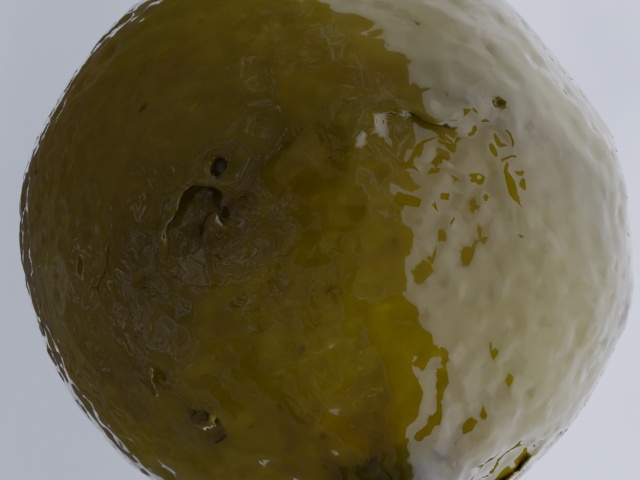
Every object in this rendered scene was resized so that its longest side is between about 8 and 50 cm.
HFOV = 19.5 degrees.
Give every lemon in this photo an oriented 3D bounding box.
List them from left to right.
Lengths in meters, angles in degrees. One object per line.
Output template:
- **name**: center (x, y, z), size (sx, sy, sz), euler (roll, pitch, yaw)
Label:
- **lemon**: center (-0.005, -0.001, 0.721), size (0.253, 0.228, 0.228), euler (22, -76, 58)
